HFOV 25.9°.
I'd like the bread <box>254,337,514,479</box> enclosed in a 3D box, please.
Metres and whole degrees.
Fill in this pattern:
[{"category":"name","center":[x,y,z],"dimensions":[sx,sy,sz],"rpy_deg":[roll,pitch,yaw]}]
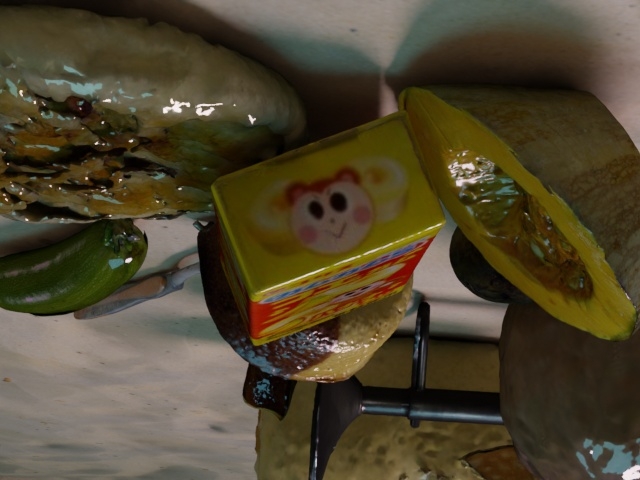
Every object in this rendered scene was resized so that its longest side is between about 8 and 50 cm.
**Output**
[{"category":"bread","center":[0.108,0.238,1.658],"dimensions":[0.375,0.237,0.165],"rpy_deg":[5,161,0]}]

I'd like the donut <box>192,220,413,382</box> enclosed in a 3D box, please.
[{"category":"donut","center":[-0.001,0.051,1.271],"dimensions":[0.217,0.141,0.085],"rpy_deg":[10,156,-32]}]

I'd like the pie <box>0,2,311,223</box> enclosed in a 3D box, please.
[{"category":"pie","center":[-0.166,-0.078,0.955],"dimensions":[0.339,0.077,0.339],"rpy_deg":[5,163,1]}]

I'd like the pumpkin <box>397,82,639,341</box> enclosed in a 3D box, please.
[{"category":"pumpkin","center":[0.160,-0.037,0.913],"dimensions":[0.110,0.217,0.217],"rpy_deg":[-35,167,-10]}]

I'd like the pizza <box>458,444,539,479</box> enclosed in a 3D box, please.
[{"category":"pizza","center":[0.216,0.271,1.534],"dimensions":[0.123,0.109,0.026],"rpy_deg":[0,129,-2]}]

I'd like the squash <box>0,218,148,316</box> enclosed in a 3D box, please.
[{"category":"squash","center":[-0.246,0.031,1.351],"dimensions":[0.080,0.071,0.318],"rpy_deg":[18,159,-34]}]

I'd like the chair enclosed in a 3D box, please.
[{"category":"chair","center":[0.192,0.180,1.456],"dimensions":[0.401,0.227,0.226],"rpy_deg":[5,164,3]}]

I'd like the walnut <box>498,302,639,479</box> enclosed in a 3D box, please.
[{"category":"walnut","center":[0.271,0.109,1.197],"dimensions":[0.248,0.248,0.248],"rpy_deg":[5,164,1]}]

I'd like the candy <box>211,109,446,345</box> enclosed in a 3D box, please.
[{"category":"candy","center":[0.000,0.000,1.028],"dimensions":[0.146,0.088,0.276],"rpy_deg":[-19,170,-8]}]

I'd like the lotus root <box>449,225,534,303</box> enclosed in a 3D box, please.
[{"category":"lotus root","center":[0.157,0.007,1.123],"dimensions":[0.080,0.089,0.179],"rpy_deg":[-32,-179,-26]}]

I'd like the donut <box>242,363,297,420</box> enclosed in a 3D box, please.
[{"category":"donut","center":[-0.046,0.121,1.492],"dimensions":[0.059,0.140,0.140],"rpy_deg":[13,163,0]}]

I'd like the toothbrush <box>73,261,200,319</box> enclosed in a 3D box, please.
[{"category":"toothbrush","center":[-0.179,0.051,1.477],"dimensions":[0.037,0.028,0.375],"rpy_deg":[8,165,-35]}]
